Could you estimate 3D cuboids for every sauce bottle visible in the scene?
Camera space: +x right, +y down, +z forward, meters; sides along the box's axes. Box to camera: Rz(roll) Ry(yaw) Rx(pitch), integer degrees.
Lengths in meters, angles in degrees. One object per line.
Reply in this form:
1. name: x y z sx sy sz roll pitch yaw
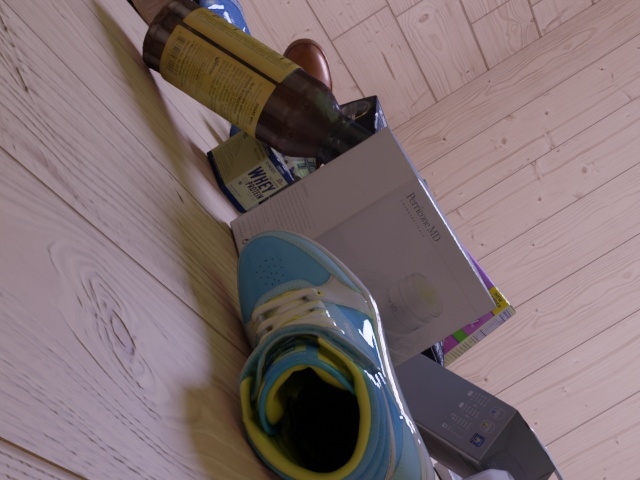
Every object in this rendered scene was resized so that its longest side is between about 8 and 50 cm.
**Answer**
1. sauce bottle: -0.063 -0.177 1.318 0.344 0.111 0.111 35 1 11

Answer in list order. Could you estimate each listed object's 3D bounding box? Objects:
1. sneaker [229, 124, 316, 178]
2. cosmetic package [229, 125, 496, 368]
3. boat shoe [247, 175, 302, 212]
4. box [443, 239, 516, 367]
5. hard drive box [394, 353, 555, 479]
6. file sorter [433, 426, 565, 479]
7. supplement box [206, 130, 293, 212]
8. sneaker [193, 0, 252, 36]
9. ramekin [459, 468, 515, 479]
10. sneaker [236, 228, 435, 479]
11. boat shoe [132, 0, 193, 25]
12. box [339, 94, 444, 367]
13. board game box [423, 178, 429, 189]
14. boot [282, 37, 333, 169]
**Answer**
1. sneaker: -0.036 -0.076 1.640 0.296 0.111 0.131 54 7 -30
2. cosmetic package: 0.052 0.029 1.240 0.224 0.224 0.138 54 7 -34
3. boat shoe: -0.007 0.011 1.516 0.305 0.091 0.109 51 9 -53
4. box: 0.261 0.140 2.273 0.214 0.243 0.117 54 5 20
5. hard drive box: 0.187 0.257 1.449 0.232 0.089 0.181 27 -18 42
6. file sorter: 0.339 0.443 1.798 0.193 0.173 0.278 61 6 24
7. supplement box: -0.094 -0.097 1.378 0.056 0.083 0.083 53 8 -43
8. sneaker: -0.151 -0.317 1.851 0.147 0.129 0.330 59 5 32
9. ramekin: 0.225 0.400 1.254 0.273 0.127 0.273 58 5 -8
10. sneaker: -0.014 0.085 0.884 0.319 0.127 0.208 61 5 32
11. boat shoe: -0.272 -0.420 1.522 0.092 0.102 0.285 56 -1 33
12. box: 0.116 -0.002 1.773 0.318 0.097 0.395 -81 152 -53
13. board game box: 0.176 0.005 1.728 0.201 0.035 0.136 -78 151 -59
14. boot: -0.039 -0.200 1.867 0.220 0.109 0.284 -89 -169 -65
